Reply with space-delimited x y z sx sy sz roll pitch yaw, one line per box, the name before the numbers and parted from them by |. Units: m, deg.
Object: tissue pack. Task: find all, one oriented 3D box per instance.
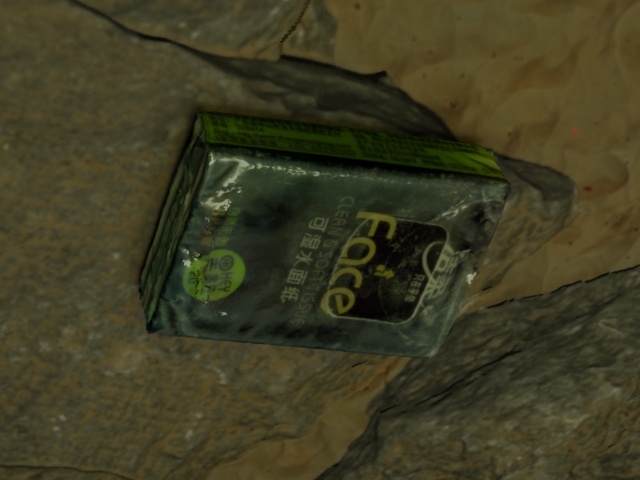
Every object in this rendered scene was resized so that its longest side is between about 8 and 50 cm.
tissue pack | 0.000 0.000 1.171 0.236 0.073 0.173 7 126 -24
